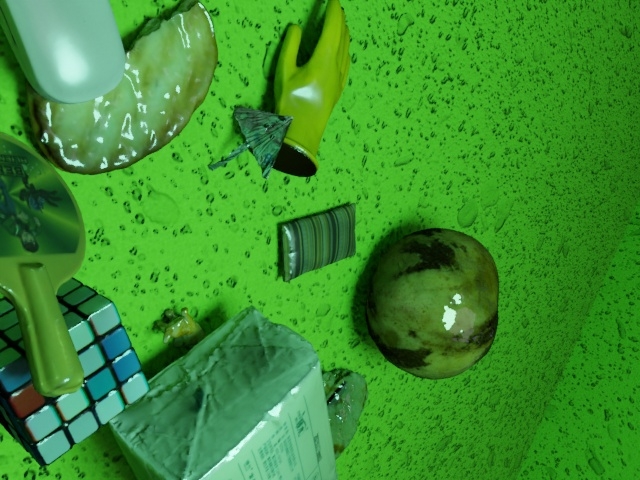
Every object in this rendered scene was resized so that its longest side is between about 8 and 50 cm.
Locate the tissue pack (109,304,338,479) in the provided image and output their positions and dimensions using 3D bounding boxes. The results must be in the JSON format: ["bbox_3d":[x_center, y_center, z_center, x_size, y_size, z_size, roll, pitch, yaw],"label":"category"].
[{"bbox_3d":[-0.129,0.339,1.017,0.297,0.207,0.381,-38,140,-33],"label":"tissue pack"}]

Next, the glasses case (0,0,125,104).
[{"bbox_3d":[-0.305,-0.296,0.679,0.113,0.075,0.297,-32,116,-35],"label":"glasses case"}]

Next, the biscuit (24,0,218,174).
[{"bbox_3d":[-0.240,-0.195,0.831,0.299,0.045,0.154,-41,125,-31],"label":"biscuit"}]

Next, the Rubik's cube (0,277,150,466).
[{"bbox_3d":[-0.333,0.150,0.782,0.155,0.154,0.151,-34,128,-37],"label":"Rubik's cube"}]

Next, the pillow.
[{"bbox_3d":[0.000,0.000,1.195,0.203,0.038,0.113,-18,115,-45],"label":"pillow"}]

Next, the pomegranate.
[{"bbox_3d":[0.239,0.133,1.333,0.322,0.322,0.322,-21,120,-42],"label":"pomegranate"}]

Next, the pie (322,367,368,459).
[{"bbox_3d":[0.018,0.379,1.327,0.248,0.090,0.201,-51,134,-28],"label":"pie"}]

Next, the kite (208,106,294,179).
[{"bbox_3d":[-0.107,-0.149,0.963,0.156,0.139,0.011,-31,157,10],"label":"kite"}]

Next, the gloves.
[{"bbox_3d":[-0.011,-0.262,1.050,0.133,0.116,0.295,73,35,-71],"label":"gloves"}]

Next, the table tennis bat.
[{"bbox_3d":[-0.326,0.016,0.680,0.198,0.050,0.321,4,59,-62],"label":"table tennis bat"}]

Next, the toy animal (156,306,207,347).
[{"bbox_3d":[-0.216,0.149,0.994,0.081,0.060,0.083,-87,162,-52],"label":"toy animal"}]
